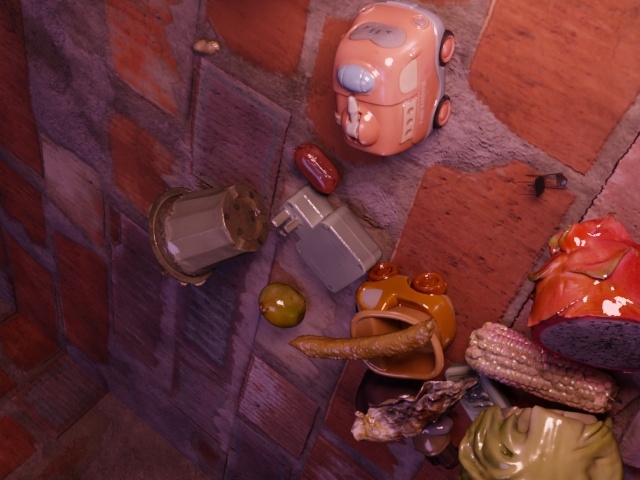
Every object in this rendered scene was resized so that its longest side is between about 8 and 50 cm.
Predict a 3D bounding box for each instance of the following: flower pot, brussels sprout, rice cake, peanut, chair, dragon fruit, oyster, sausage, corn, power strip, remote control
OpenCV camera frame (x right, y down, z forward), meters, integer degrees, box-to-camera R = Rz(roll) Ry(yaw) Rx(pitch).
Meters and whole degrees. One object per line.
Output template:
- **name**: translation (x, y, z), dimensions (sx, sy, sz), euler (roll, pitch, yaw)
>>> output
- **flower pot**: translation (-0.291, -0.039, 2.018), dimensions (0.259, 0.290, 0.290), euler (-16, 110, 35)
- **brussels sprout**: translation (0.465, 0.543, 1.567), dimensions (0.342, 0.361, 0.425), euler (-3, 161, 25)
- **rice cake**: translation (0.685, 0.358, 1.511), dimensions (0.070, 0.064, 0.399), euler (21, 142, 20)
- **peanut**: translation (-0.278, -0.471, 1.798), dimensions (0.083, 0.037, 0.037), euler (9, 127, 31)
- **chair**: translation (0.428, -0.108, 1.423), dimensions (0.086, 0.042, 0.037), euler (3, 127, 42)
- **dragon fruit**: translation (0.533, 0.093, 1.357), dimensions (0.305, 0.226, 0.305), euler (11, 154, 6)
- **oyster**: translation (0.232, 0.396, 1.742), dimensions (0.271, 0.275, 0.100), euler (115, 145, -47)
- **sausage**: translation (-0.007, -0.175, 1.757), dimensions (0.141, 0.076, 0.076), euler (46, 141, 1)
- **corn**: translation (0.485, 0.290, 1.639), dimensions (0.335, 0.126, 0.127), euler (24, 135, 24)
- **power strip**: translation (0.000, 0.000, 1.821), dimensions (0.261, 0.141, 0.229), euler (51, 153, 0)
- **remote control**: translation (0.441, 0.442, 1.845), dimensions (0.128, 0.065, 0.335), euler (-19, 108, 51)

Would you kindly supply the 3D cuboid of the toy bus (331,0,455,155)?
- **toy bus**: translation (0.120, -0.299, 1.413), dimensions (0.194, 0.232, 0.288), euler (25, 137, 31)

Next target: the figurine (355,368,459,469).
- **figurine**: translation (0.260, 0.453, 1.977), dimensions (0.365, 0.206, 0.218), euler (38, 171, -26)

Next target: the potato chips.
- **potato chips**: translation (0.098, 0.232, 1.666), dimensions (0.407, 0.057, 0.080), euler (-13, 107, 40)

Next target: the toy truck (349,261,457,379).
- **toy truck**: translation (0.198, 0.193, 1.756), dimensions (0.288, 0.211, 0.204), euler (9, 126, 34)

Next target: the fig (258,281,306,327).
- **fig**: translation (-0.111, 0.186, 2.120), dimensions (0.153, 0.121, 0.136), euler (35, 140, -21)
